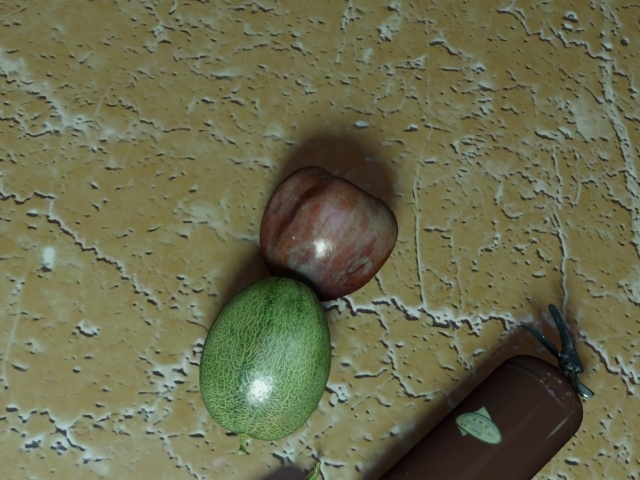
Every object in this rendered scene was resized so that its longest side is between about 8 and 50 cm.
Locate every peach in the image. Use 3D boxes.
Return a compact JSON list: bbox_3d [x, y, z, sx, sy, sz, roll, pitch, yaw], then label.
[{"bbox_3d":[0.000,0.000,1.321,0.152,0.152,0.152,5,68,-13],"label":"peach"}]

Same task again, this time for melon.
[{"bbox_3d":[-0.059,0.133,1.239,0.139,0.139,0.192,17,79,-8],"label":"melon"}]

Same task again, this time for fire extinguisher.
[{"bbox_3d":[0.183,0.215,1.282,0.337,0.114,0.135,-37,92,-25],"label":"fire extinguisher"}]

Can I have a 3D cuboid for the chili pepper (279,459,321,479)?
[{"bbox_3d":[-0.062,0.298,1.217,0.059,0.050,0.191,43,57,17],"label":"chili pepper"}]
